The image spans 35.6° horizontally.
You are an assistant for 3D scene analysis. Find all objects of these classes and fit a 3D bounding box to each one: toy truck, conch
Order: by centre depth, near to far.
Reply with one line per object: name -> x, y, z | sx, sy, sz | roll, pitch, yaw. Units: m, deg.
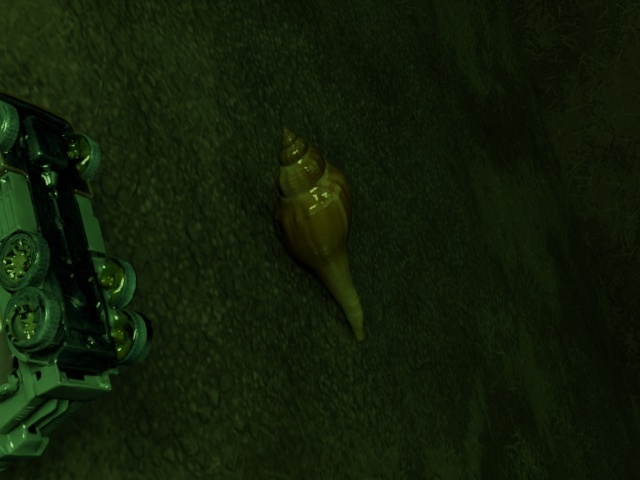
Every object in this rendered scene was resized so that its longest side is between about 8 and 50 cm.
toy truck -> -0.225, 0.027, 0.732 | 0.108, 0.140, 0.256 | 21, 43, -57
conch -> -0.004, 0.002, 1.209 | 0.093, 0.109, 0.330 | -30, 128, -25
